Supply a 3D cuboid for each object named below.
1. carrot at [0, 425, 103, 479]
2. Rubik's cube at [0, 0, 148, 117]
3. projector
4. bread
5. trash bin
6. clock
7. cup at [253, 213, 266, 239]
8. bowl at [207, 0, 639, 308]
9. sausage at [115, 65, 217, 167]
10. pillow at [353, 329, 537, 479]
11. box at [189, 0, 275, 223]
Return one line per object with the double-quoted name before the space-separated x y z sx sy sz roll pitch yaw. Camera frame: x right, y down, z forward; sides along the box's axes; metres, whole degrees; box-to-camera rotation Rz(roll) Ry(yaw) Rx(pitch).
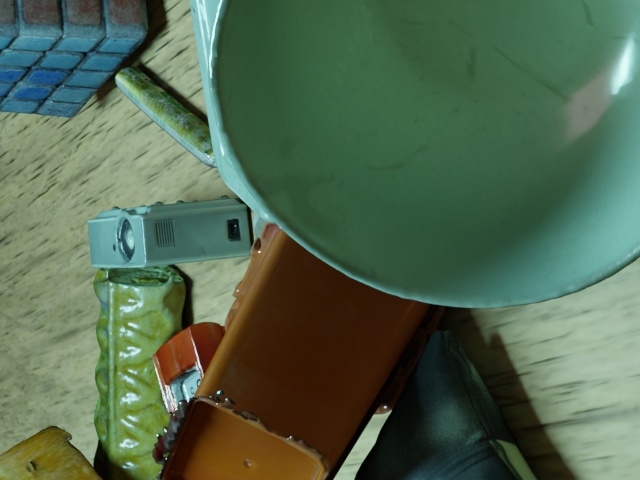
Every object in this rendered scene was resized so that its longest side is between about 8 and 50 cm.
"carrot" -0.226 0.333 2.041 0.307 0.100 0.258 46 161 17
"Rubik's cube" -0.331 -0.278 2.034 0.237 0.237 0.238 146 122 -61
"projector" -0.147 -0.008 1.877 0.147 0.115 0.061 -3 94 63
"bread" -0.188 0.150 2.026 0.087 0.098 0.269 -54 -32 -70
"trash bin" -0.013 0.093 1.478 0.238 0.161 0.184 -59 -6 -50
"clock" -0.102 0.164 1.891 0.113 0.061 0.155 -36 67 60
"cup" -0.007 0.001 1.644 0.099 0.074 0.102 66 148 32
"bowl" 0.096 -0.119 1.219 0.163 0.307 0.307 -66 -11 -58
"sausage" -0.149 -0.125 1.948 0.269 0.033 0.032 41 131 54
"pillow" 0.106 0.214 1.428 0.250 0.106 0.186 59 137 39
"box" 0.009 -0.164 1.383 0.175 0.183 0.311 -138 36 -58
